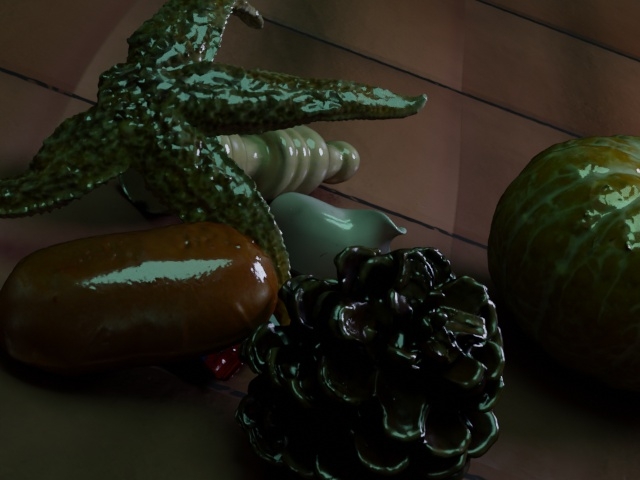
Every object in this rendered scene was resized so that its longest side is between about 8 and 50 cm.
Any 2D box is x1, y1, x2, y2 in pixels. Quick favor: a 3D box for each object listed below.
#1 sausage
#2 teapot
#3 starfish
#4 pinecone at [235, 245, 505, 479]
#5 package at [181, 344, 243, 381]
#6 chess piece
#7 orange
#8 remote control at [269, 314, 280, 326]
[{"bbox_3d":[-0.165,0.054,1.367,0.258,0.133,0.133,-7,36,-18],"label":"sausage"},{"bbox_3d":[0.000,0.000,1.639,0.145,0.092,0.226,37,-10,-39],"label":"teapot"},{"bbox_3d":[-0.133,-0.101,1.513,0.383,0.132,0.398,30,64,3],"label":"starfish"},{"bbox_3d":[0.055,0.112,1.311,0.243,0.257,0.243,26,33,-18],"label":"pinecone"},{"bbox_3d":[-0.159,0.078,1.470,0.200,0.022,0.083,26,27,11],"label":"package"},{"bbox_3d":[-0.068,-0.091,1.738,0.307,0.139,0.124,-4,51,-45],"label":"chess piece"},{"bbox_3d":[0.344,0.028,1.684,0.329,0.249,0.329,13,30,-8],"label":"orange"},{"bbox_3d":[-0.069,0.056,1.566,0.065,0.029,0.166,2,33,-32],"label":"remote control"}]
